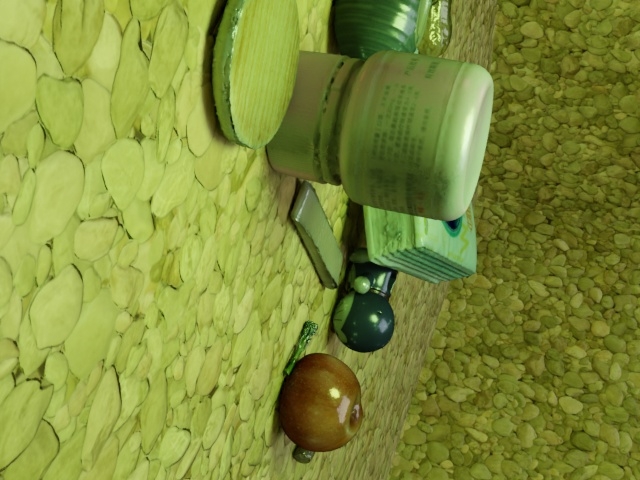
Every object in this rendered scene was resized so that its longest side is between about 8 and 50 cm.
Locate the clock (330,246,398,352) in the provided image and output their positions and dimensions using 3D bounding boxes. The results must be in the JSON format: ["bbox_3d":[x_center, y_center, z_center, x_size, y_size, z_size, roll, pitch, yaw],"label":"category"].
[{"bbox_3d":[0.109,0.144,2.106,0.199,0.147,0.243,69,29,-67],"label":"clock"}]

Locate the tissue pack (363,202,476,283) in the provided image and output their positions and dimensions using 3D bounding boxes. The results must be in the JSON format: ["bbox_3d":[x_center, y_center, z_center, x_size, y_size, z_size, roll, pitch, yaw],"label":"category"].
[{"bbox_3d":[0.235,-0.068,2.087,0.388,0.162,0.287,21,62,-61],"label":"tissue pack"}]

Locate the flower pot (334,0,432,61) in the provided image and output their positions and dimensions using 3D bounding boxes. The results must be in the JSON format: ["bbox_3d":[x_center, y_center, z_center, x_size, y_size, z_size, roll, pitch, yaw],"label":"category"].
[{"bbox_3d":[0.116,-0.426,1.625,0.189,0.157,0.242,45,57,-70],"label":"flower pot"}]

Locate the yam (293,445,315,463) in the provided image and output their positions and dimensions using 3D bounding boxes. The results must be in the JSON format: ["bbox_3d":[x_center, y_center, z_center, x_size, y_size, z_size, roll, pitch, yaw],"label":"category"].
[{"bbox_3d":[-0.003,0.424,2.094,0.241,0.057,0.056,-58,156,-45],"label":"yam"}]

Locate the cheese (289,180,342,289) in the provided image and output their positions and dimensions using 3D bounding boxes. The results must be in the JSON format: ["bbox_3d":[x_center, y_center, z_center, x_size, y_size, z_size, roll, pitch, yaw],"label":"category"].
[{"bbox_3d":[-0.002,-0.002,1.785,0.400,0.034,0.085,65,35,-67],"label":"cheese"}]

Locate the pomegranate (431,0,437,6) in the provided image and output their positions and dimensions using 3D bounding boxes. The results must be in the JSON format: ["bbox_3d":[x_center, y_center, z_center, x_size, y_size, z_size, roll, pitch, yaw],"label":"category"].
[{"bbox_3d":[0.203,-0.535,1.911,0.138,0.126,0.163,-65,166,-79],"label":"pomegranate"}]

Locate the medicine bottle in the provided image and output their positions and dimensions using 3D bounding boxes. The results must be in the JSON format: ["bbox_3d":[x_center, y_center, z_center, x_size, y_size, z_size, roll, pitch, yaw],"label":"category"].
[{"bbox_3d":[0.098,-0.179,1.440,0.256,0.325,0.256,11,90,-75],"label":"medicine bottle"}]

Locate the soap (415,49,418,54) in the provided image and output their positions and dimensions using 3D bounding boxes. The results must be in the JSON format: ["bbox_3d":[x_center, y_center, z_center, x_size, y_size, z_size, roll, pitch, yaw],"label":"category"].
[{"bbox_3d":[0.138,-0.325,1.916,0.145,0.091,0.230,88,20,-52],"label":"soap"}]

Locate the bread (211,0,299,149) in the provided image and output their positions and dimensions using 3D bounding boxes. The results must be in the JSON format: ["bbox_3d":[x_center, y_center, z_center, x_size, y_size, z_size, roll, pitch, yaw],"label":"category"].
[{"bbox_3d":[-0.089,-0.255,1.244,0.267,0.041,0.266,12,90,-74],"label":"bread"}]

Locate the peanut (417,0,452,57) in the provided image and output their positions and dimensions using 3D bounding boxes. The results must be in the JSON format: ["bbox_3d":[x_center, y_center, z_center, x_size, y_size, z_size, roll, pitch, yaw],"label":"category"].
[{"bbox_3d":[0.271,-0.564,2.176,0.120,0.110,0.236,-3,99,-52],"label":"peanut"}]

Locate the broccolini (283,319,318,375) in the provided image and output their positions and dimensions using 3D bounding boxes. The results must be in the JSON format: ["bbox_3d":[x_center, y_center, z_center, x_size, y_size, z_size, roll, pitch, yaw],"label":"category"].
[{"bbox_3d":[-0.045,0.223,1.838,0.035,0.030,0.140,-37,-161,53],"label":"broccolini"}]

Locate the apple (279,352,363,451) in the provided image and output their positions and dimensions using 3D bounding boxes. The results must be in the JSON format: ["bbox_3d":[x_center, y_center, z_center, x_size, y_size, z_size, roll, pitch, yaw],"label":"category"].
[{"bbox_3d":[0.007,0.338,1.842,0.201,0.162,0.201,15,90,-75],"label":"apple"}]
